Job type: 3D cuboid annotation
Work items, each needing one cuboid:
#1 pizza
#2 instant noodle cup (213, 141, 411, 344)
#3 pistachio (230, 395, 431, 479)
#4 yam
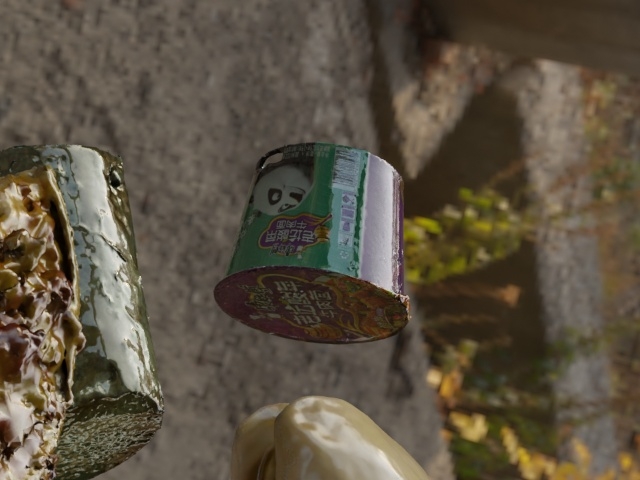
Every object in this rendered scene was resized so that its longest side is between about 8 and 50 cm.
[{"bbox_3d":[-0.224,0.072,1.185,0.161,0.086,0.305,41,47,-44],"label":"pizza"},{"bbox_3d":[0.000,0.000,2.172,0.251,0.251,0.190,50,43,-57],"label":"instant noodle cup"},{"bbox_3d":[0.034,0.291,1.724,0.214,0.193,0.318,-44,112,-35],"label":"pistachio"},{"bbox_3d":[-0.218,0.053,1.371,0.161,0.161,0.268,33,42,-61],"label":"yam"}]
